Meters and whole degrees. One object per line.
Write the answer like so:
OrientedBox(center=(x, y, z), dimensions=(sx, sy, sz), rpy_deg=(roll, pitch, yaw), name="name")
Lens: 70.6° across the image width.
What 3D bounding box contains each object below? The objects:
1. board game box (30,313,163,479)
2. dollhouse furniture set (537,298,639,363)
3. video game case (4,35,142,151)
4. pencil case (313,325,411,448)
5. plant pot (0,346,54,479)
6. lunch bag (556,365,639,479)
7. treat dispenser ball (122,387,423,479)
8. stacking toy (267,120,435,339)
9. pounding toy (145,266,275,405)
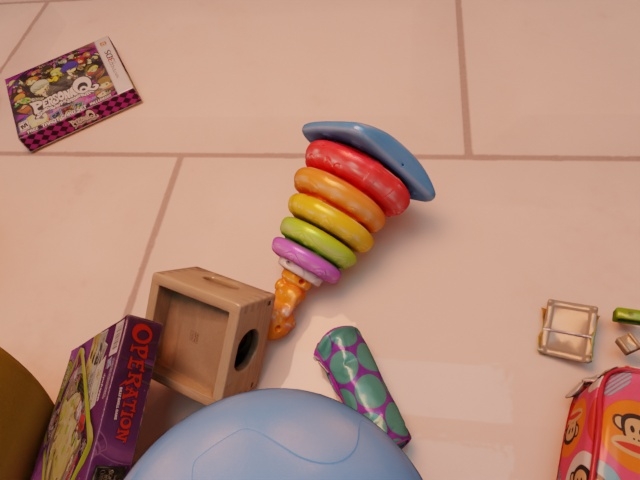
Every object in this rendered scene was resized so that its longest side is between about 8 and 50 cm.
OrientedBox(center=(-0.262, 0.269, 0.468), dimensions=(0.208, 0.056, 0.347), rpy_deg=(-24, 51, 39), name="board game box")
OrientedBox(center=(0.352, 0.124, 0.554), dimensions=(0.151, 0.058, 0.076), rpy_deg=(6, 66, 33), name="dollhouse furniture set")
OrientedBox(center=(-0.502, -0.303, 0.913), dimensions=(0.232, 0.042, 0.210), rpy_deg=(-28, 59, -9), name="video game case")
OrientedBox(center=(0.045, 0.181, 0.538), dimensions=(0.070, 0.065, 0.152), rpy_deg=(-16, 57, -20), name="pencil case")
OrientedBox(center=(-0.433, 0.233, 0.500), dimensions=(0.212, 0.187, 0.212), rpy_deg=(3, 60, 10), name="plant pot")
OrientedBox(center=(0.388, 0.243, 0.421), dimensions=(0.292, 0.120, 0.258), rpy_deg=(17, 63, 17), name="lunch bag")
OrientedBox(center=(-0.039, 0.271, 0.366), dimensions=(0.287, 0.288, 0.289), rpy_deg=(-3, 59, 6), name="treat dispenser ball")
OrientedBox(center=(0.000, 0.000, 0.618), dimensions=(0.165, 0.175, 0.302), rpy_deg=(21, 80, 58), name="stacking toy")
OrientedBox(center=(-0.122, 0.158, 0.555), dimensions=(0.180, 0.094, 0.206), rpy_deg=(16, 99, 22), name="pounding toy")
